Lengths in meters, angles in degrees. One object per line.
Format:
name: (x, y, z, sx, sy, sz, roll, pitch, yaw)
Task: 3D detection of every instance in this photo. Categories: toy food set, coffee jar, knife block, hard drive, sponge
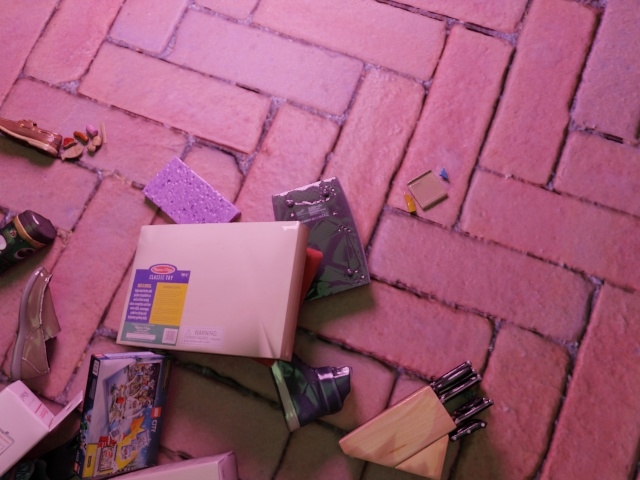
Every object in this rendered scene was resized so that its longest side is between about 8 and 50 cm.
toy food set: (-0.572, -0.241, 1.403, 0.122, 0.019, 0.077, -14, 75, 9)
coffee jar: (-0.700, 0.007, 1.311, 0.184, 0.096, 0.079, -34, 79, -5)
knife block: (0.196, 0.339, 1.163, 0.276, 0.088, 0.242, 13, 77, 8)
hard drive: (0.000, 0.000, 1.278, 0.172, 0.054, 0.254, -17, 76, 1)
sponge: (-0.298, -0.089, 1.336, 0.210, 0.031, 0.117, 40, 83, 12)

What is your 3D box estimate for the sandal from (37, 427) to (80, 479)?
sandal: (-0.489, 0.431, 1.212, 0.254, 0.054, 0.097, -39, 77, -5)

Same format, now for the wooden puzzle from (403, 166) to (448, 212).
wooden puzzle: (0.240, -0.114, 1.308, 0.116, 0.014, 0.078, -24, 80, -1)

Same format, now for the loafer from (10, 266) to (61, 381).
loafer: (-0.615, 0.184, 1.275, 0.088, 0.094, 0.251, 8, 86, -18)

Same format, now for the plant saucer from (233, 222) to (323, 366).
plant saucer: (-0.157, 0.099, 1.225, 0.259, 0.048, 0.259, 19, 78, 31)

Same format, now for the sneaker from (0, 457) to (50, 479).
sneaker: (-0.543, 0.553, 1.145, 0.125, 0.104, 0.261, -35, 86, 4)

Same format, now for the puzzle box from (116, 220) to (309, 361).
puzzle box: (-0.229, 0.097, 1.196, 0.409, 0.052, 0.272, 0, 73, 26)

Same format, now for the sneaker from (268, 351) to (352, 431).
sneaker: (-0.025, 0.261, 1.205, 0.164, 0.086, 0.226, -18, 67, -9)

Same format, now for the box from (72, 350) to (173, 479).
box: (-0.389, 0.341, 1.150, 0.044, 0.159, 0.233, 11, 91, 43)

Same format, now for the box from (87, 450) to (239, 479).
box: (-0.324, 0.511, 1.135, 0.311, 0.148, 0.121, -12, 77, 3)

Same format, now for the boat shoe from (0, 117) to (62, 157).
boat shoe: (-0.706, -0.260, 1.397, 0.178, 0.064, 0.060, 23, 74, 3)

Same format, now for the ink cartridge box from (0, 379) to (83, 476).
ink cartridge box: (-0.637, 0.389, 1.111, 0.353, 0.207, 0.119, -44, 99, -22)
